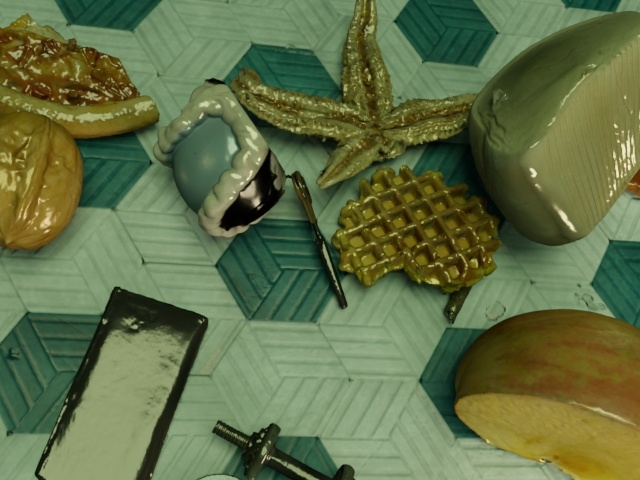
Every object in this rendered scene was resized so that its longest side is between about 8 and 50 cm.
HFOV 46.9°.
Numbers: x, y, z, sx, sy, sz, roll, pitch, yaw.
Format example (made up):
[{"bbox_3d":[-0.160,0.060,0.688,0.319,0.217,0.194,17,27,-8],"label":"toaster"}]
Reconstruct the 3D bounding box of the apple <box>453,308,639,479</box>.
[{"bbox_3d":[0.357,0.218,1.034,0.309,0.314,0.252,29,106,1],"label":"apple"}]

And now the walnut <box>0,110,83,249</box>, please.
[{"bbox_3d":[-0.413,-0.083,1.029,0.159,0.159,0.206,7,61,-8],"label":"walnut"}]

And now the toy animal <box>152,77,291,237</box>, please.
[{"bbox_3d":[-0.147,-0.116,1.082,0.156,0.208,0.204,-36,78,-3],"label":"toy animal"}]

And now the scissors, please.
[{"bbox_3d":[0.000,0.000,1.130,0.017,0.088,0.220,-21,83,3],"label":"scissors"}]

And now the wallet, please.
[{"bbox_3d":[-0.263,0.208,1.000,0.146,0.030,0.285,20,64,-6],"label":"wallet"}]

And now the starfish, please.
[{"bbox_3d":[0.083,-0.247,1.238,0.432,0.082,0.324,-30,74,-25],"label":"starfish"}]

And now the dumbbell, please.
[{"bbox_3d":[-0.029,0.307,0.977,0.254,0.081,0.081,28,65,1],"label":"dumbbell"}]

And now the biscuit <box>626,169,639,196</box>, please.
[{"bbox_3d":[0.576,-0.146,1.317,0.280,0.043,0.183,-8,65,-10],"label":"biscuit"}]

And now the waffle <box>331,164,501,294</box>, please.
[{"bbox_3d":[0.154,-0.007,1.150,0.253,0.056,0.249,30,62,11],"label":"waffle"}]

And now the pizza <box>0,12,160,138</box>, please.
[{"bbox_3d":[-0.422,-0.252,1.140,0.365,0.074,0.182,20,74,-4],"label":"pizza"}]

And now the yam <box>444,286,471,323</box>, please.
[{"bbox_3d":[0.222,0.071,1.157,0.033,0.027,0.129,51,58,-32],"label":"yam"}]

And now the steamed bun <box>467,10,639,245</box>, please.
[{"bbox_3d":[0.378,-0.180,1.180,0.383,0.236,0.247,-48,121,-20],"label":"steamed bun"}]

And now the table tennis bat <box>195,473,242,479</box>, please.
[{"bbox_3d":[-0.113,0.362,0.971,0.155,0.019,0.100,9,65,-6],"label":"table tennis bat"}]
